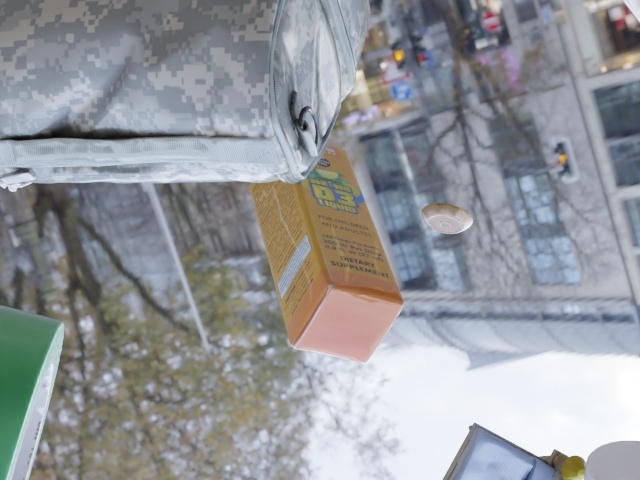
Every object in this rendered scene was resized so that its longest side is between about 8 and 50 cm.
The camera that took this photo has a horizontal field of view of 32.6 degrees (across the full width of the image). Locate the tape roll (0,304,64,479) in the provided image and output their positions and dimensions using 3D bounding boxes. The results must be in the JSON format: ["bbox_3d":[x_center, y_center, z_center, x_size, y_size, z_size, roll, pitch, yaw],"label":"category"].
[{"bbox_3d":[-0.359,0.234,1.189,0.077,0.321,0.321,15,-175,-8],"label":"tape roll"}]

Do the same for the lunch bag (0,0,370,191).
[{"bbox_3d":[-0.129,-0.158,0.915,0.305,0.212,0.256,1,-132,17],"label":"lunch bag"}]

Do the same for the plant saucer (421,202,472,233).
[{"bbox_3d":[0.202,-0.032,1.757,0.083,0.083,0.015,-10,-127,40],"label":"plant saucer"}]

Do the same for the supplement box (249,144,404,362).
[{"bbox_3d":[0.000,0.000,0.987,0.078,0.080,0.233,14,-148,-25],"label":"supplement box"}]

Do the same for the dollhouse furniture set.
[{"bbox_3d":[0.234,0.404,1.574,0.303,0.286,0.198,-59,-160,-3],"label":"dollhouse furniture set"}]

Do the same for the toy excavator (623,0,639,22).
[{"bbox_3d":[0.311,-0.355,0.957,0.433,0.222,0.445,20,147,-14],"label":"toy excavator"}]

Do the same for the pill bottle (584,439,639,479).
[{"bbox_3d":[0.340,0.363,1.189,0.152,0.272,0.152,-2,-159,1],"label":"pill bottle"}]
